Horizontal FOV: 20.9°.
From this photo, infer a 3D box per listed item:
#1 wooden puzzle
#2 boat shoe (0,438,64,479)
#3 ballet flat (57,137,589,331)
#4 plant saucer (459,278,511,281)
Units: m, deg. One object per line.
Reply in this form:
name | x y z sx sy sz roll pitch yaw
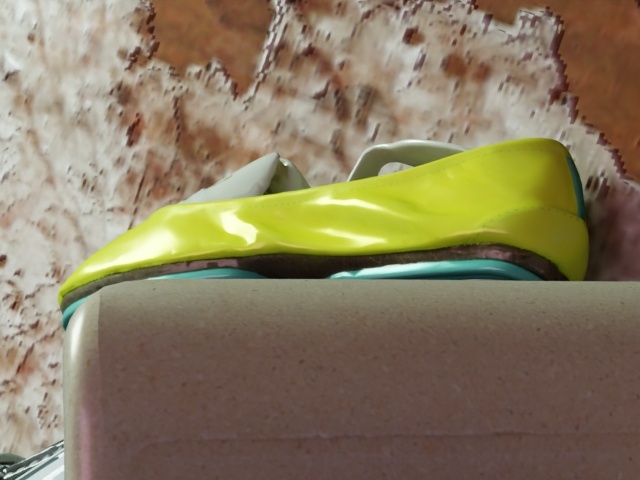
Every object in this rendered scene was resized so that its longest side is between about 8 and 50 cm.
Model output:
wooden puzzle | 0.103 0.171 0.419 0.080 0.322 0.348 133 136 -68
boat shoe | -0.144 0.143 0.729 0.335 0.121 0.119 -35 42 15
ballet flat | 0.000 0.000 0.685 0.231 0.077 0.077 -7 59 32
plant saucer | 0.058 0.098 0.609 0.168 0.029 0.168 5 105 19
